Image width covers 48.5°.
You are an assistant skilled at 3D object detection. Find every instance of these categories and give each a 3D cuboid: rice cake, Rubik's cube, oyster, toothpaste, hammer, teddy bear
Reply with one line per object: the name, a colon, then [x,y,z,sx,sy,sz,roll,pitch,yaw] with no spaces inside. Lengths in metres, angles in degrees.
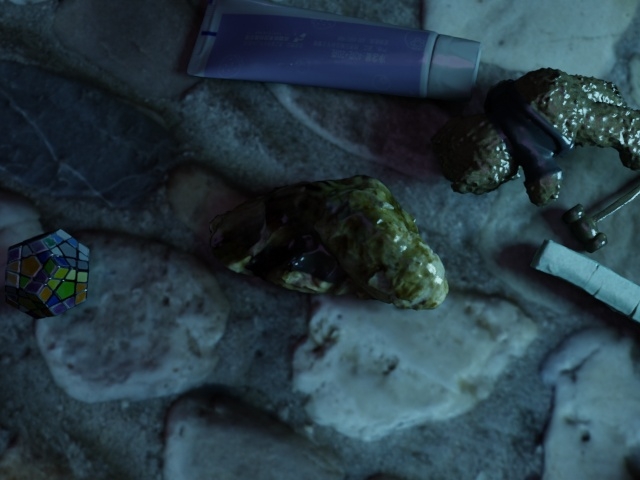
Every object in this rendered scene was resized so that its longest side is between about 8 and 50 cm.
rice cake: [0.362,0.073,0.823,0.245,0.042,0.045,31,93,11]
Rubik's cube: [-0.328,0.041,0.852,0.093,0.111,0.111,-42,77,22]
oyster: [0.000,0.005,0.844,0.295,0.094,0.166,-3,86,9]
toothpaste: [0.013,-0.243,0.904,0.372,0.080,0.125,12,79,11]
hammer: [0.427,-0.086,0.864,0.292,0.029,0.058,-33,79,-5]
teddy bear: [0.258,-0.138,0.833,0.251,0.129,0.182,-18,41,4]
